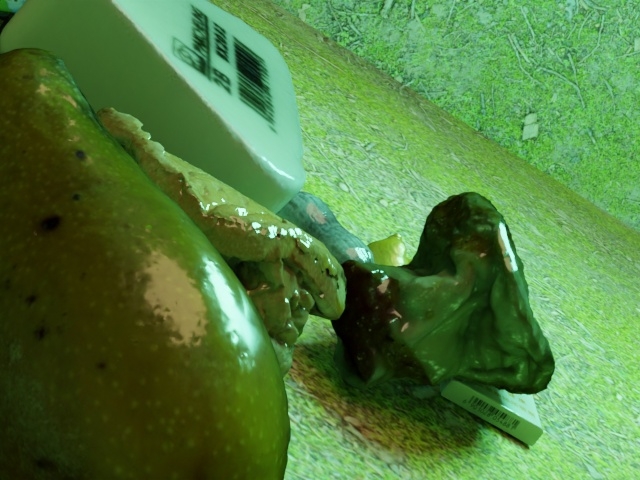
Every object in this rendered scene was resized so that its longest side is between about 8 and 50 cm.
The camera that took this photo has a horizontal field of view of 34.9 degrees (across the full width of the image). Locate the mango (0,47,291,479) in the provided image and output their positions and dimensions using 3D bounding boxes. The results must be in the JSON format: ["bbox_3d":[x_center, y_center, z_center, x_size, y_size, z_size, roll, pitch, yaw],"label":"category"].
[{"bbox_3d":[-0.140,0.047,0.580,0.329,0.177,0.175,51,-7,13],"label":"mango"}]

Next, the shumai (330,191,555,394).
[{"bbox_3d":[0.115,0.072,1.053,0.272,0.204,0.222,52,19,-64],"label":"shumai"}]

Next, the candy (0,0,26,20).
[{"bbox_3d":[-0.329,-0.313,1.347,0.195,0.062,0.097,6,4,-8],"label":"candy"}]

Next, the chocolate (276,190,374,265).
[{"bbox_3d":[0.000,0.000,1.197,0.072,0.072,0.167,11,30,-50],"label":"chocolate"}]

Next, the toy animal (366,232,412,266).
[{"bbox_3d":[0.087,0.070,1.185,0.159,0.083,0.070,-113,179,-47],"label":"toy animal"}]

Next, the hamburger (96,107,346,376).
[{"bbox_3d":[-0.104,0.010,0.797,0.243,0.146,0.286,40,-1,-9],"label":"hamburger"}]

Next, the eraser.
[{"bbox_3d":[-0.136,-0.126,1.069,0.331,0.150,0.331,40,25,-23],"label":"eraser"}]

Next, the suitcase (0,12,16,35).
[{"bbox_3d":[-0.254,-0.198,1.298,0.206,0.066,0.285,40,19,21],"label":"suitcase"}]

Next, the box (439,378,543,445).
[{"bbox_3d":[0.189,0.146,1.186,0.122,0.032,0.220,29,19,-8],"label":"box"}]
